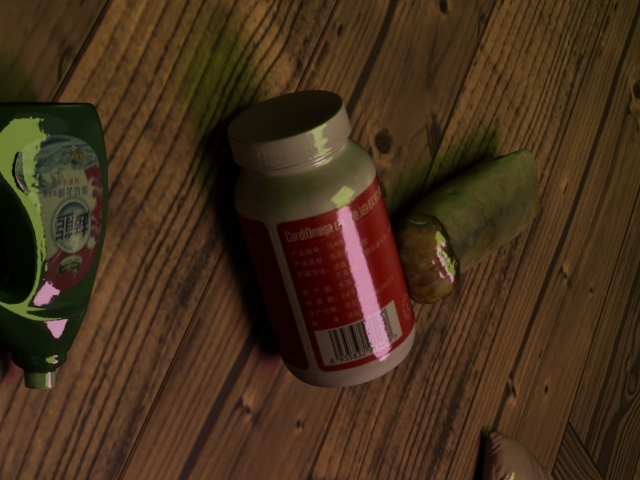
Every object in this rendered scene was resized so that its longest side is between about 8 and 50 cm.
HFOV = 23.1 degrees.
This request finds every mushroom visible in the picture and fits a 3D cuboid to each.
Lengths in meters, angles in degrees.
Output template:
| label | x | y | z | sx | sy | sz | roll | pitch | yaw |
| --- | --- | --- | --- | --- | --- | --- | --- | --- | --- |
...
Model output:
| label | x | y | z | sx | sy | sz | roll | pitch | yaw |
| --- | --- | --- | --- | --- | --- | --- | --- | --- | --- |
| mushroom | 0.158 | -0.021 | 1.703 | 0.312 | 0.081 | 0.100 | -34 | 123 | -56 |

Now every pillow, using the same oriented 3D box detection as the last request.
| label | x | y | z | sx | sy | sz | roll | pitch | yaw |
| --- | --- | --- | --- | --- | --- | --- | --- | --- | --- |
| pillow | 0.235 | 0.375 | 1.829 | 0.173 | 0.067 | 0.270 | 34 | 54 | -47 |

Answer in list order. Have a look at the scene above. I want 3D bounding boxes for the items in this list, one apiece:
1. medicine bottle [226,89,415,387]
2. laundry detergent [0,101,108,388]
| label | x | y | z | sx | sy | sz | roll | pitch | yaw |
| --- | --- | --- | --- | --- | --- | --- | --- | --- | --- |
| medicine bottle | 0.000 | 0.000 | 1.405 | 0.131 | 0.131 | 0.250 | -45 | 128 | -47 |
| laundry detergent | -0.214 | 0.005 | 1.140 | 0.137 | 0.063 | 0.211 | -6 | 99 | -53 |
